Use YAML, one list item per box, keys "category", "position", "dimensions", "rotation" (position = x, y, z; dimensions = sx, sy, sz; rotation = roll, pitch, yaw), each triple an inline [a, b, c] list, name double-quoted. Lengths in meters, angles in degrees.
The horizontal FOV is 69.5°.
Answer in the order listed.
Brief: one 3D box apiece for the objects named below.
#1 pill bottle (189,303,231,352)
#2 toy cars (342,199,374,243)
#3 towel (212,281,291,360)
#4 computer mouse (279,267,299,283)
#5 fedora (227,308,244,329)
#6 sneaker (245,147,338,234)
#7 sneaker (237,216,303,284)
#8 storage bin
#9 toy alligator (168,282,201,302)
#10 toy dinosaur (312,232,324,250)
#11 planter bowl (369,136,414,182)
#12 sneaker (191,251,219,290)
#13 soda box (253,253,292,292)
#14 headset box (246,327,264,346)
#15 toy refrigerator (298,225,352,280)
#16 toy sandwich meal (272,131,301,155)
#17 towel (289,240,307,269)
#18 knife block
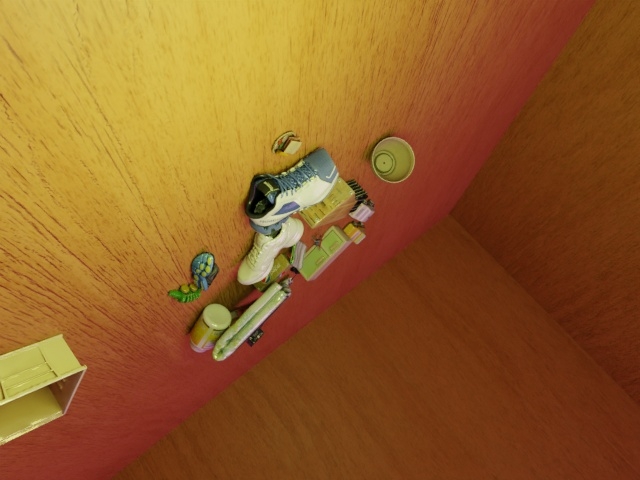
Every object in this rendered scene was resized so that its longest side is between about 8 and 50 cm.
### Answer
- category: "pill bottle"
  position: [-0.446, 0.355, 1.839]
  dimensions: [0.117, 0.117, 0.215]
  rotation: [-20, 154, -51]
- category: "toy cars"
  position: [0.189, -0.078, 2.200]
  dimensions: [0.176, 0.087, 0.394]
  rotation: [-35, 163, -22]
- category: "towel"
  position: [-0.272, 0.313, 1.870]
  dimensions: [0.374, 0.090, 0.320]
  rotation: [-46, 176, -3]
- category: "computer mouse"
  position: [-0.167, 0.200, 2.208]
  dimensions: [0.193, 0.042, 0.106]
  rotation: [-49, 167, 9]
- category: "fedora"
  position: [-0.406, 0.388, 2.084]
  dimensions: [0.194, 0.079, 0.194]
  rotation: [-37, 163, -13]
- category: "sneaker"
  position: [-0.092, -0.145, 1.316]
  dimensions: [0.315, 0.127, 0.182]
  rotation: [-39, 166, 1]
- category: "sneaker"
  position: [-0.201, 0.023, 1.593]
  dimensions: [0.305, 0.114, 0.152]
  rotation: [-48, 149, 10]
- category: "storage bin"
  position: [-0.783, 0.398, 1.179]
  dimensions: [0.260, 0.123, 0.262]
  rotation: [-20, 154, -52]
- category: "toy alligator"
  position: [-0.425, 0.178, 1.538]
  dimensions: [0.056, 0.051, 0.189]
  rotation: [-47, 163, 20]
- category: "toy dinosaur"
  position: [0.000, 0.000, 2.021]
  dimensions: [0.047, 0.090, 0.082]
  rotation: [-51, -159, -23]
- category: "planter bowl"
  position: [0.250, -0.291, 1.702]
  dimensions: [0.162, 0.162, 0.109]
  rotation: [-38, -169, -8]
- category: "sneaker"
  position: [-0.360, 0.087, 1.457]
  dimensions: [0.078, 0.067, 0.188]
  rotation: [-56, 173, -36]
- category: "soda box"
  position: [-0.198, 0.136, 1.927]
  dimensions: [0.181, 0.061, 0.058]
  rotation: [-44, 165, 10]
- category: "headset box"
  position: [-0.270, 0.401, 1.904]
  dimensions: [0.062, 0.032, 0.083]
  rotation: [-44, 177, -30]
- category: "toy refrigerator"
  position: [0.011, 0.060, 2.132]
  dimensions: [0.269, 0.102, 0.094]
  rotation: [-45, 163, 18]
- category: "toy sandwich meal"
  position: [-0.089, -0.251, 1.220]
  dimensions: [0.085, 0.029, 0.086]
  rotation: [-37, 163, -13]
- category: "towel"
  position: [-0.091, 0.058, 1.923]
  dimensions: [0.152, 0.023, 0.113]
  rotation: [43, 55, -75]
- category: "knife block"
  position: [0.058, -0.128, 1.769]
  dimensions: [0.275, 0.088, 0.242]
  rotation: [-39, 163, -7]
